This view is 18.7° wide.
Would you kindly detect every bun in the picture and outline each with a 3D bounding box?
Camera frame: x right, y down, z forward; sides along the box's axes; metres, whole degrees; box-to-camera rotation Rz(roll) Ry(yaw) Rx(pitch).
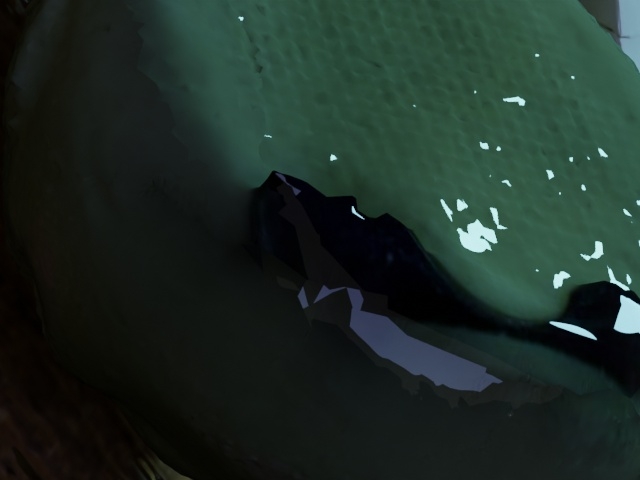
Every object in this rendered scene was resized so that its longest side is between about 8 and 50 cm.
[{"bbox_3d":[0.000,0.000,0.723,0.293,0.187,0.293,26,39,-24],"label":"bun"}]

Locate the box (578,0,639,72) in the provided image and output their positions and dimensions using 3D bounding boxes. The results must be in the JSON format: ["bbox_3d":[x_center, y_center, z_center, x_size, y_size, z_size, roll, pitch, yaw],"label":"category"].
[{"bbox_3d":[0.158,-0.158,0.984,0.084,0.040,0.154,-8,95,-47],"label":"box"}]
